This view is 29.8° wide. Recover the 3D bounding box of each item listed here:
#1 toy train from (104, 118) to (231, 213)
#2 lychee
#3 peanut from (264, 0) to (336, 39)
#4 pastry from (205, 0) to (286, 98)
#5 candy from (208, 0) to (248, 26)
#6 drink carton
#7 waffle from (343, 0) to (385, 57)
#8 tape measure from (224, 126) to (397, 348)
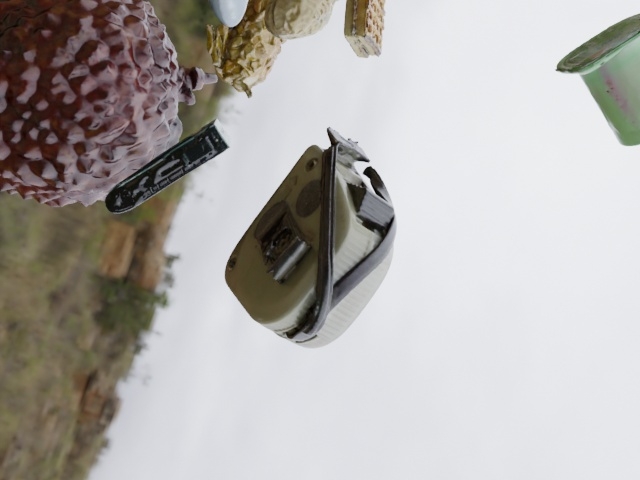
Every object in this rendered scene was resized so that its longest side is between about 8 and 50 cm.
[{"bbox_3d":[-0.257,-0.119,1.993,0.233,0.052,0.051,-31,-165,12],"label":"toy train"},{"bbox_3d":[-0.427,-0.274,2.147,0.424,0.499,0.425,167,-90,-75],"label":"lychee"},{"bbox_3d":[-0.008,-0.329,1.626,0.174,0.080,0.080,-47,-175,-26],"label":"peanut"},{"bbox_3d":[-0.118,-0.378,2.121,0.250,0.102,0.154,-66,162,-9],"label":"pastry"},{"bbox_3d":[-0.138,-0.415,1.744,0.138,0.071,0.174,82,4,-68],"label":"candy"},{"bbox_3d":[0.422,-0.214,1.634,0.146,0.142,0.144,-34,-167,0],"label":"drink carton"},{"bbox_3d":[0.073,-0.380,1.948,0.102,0.042,0.148,37,55,-67],"label":"waffle"},{"bbox_3d":[0.000,0.000,1.609,0.271,0.133,0.231,-52,-145,5],"label":"tape measure"}]
